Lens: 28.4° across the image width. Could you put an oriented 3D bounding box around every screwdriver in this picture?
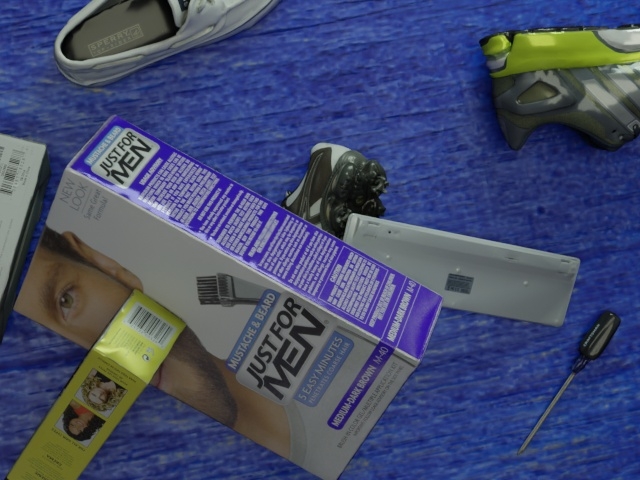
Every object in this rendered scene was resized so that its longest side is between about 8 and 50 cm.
[{"bbox_3d":[0.242,0.140,1.255,0.025,0.024,0.170,40,94,26],"label":"screwdriver"}]

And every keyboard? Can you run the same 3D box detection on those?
[{"bbox_3d":[0.134,0.031,1.203,0.256,0.014,0.072,11,104,-23],"label":"keyboard"}]

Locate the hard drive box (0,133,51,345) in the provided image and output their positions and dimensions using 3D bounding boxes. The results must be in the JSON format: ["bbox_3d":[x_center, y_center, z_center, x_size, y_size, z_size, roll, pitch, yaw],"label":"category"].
[{"bbox_3d":[-0.382,-0.022,1.147,0.232,0.089,0.181,15,74,-5],"label":"hard drive box"}]

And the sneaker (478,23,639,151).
[{"bbox_3d":[0.304,-0.149,1.225,0.300,0.111,0.121,-2,100,1],"label":"sneaker"}]

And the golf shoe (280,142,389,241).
[{"bbox_3d":[0.000,0.000,1.213,0.077,0.094,0.198,4,116,-41],"label":"golf shoe"}]

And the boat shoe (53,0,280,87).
[{"bbox_3d":[-0.131,-0.221,1.188,0.258,0.084,0.095,-33,92,-4],"label":"boat shoe"}]

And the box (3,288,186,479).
[{"bbox_3d":[-0.203,0.147,1.119,0.058,0.087,0.232,34,129,-4],"label":"box"}]

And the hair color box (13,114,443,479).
[{"bbox_3d":[-0.085,0.056,1.132,0.339,0.110,0.185,29,127,0],"label":"hair color box"}]
